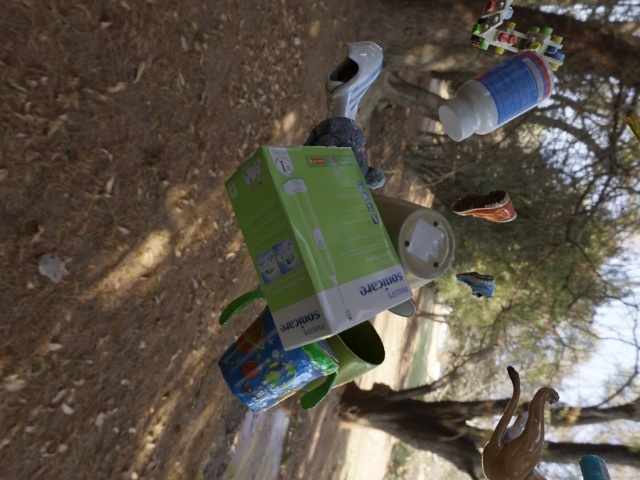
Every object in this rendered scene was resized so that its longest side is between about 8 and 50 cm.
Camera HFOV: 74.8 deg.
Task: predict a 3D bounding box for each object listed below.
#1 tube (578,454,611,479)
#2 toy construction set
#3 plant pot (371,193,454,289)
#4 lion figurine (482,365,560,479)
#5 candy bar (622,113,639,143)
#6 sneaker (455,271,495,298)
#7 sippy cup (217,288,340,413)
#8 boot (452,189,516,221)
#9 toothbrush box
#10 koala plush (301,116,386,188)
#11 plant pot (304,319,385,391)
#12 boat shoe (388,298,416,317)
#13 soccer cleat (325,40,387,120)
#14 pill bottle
[{"bbox_3d":[0.572,0.534,0.843,0.207,0.080,0.052,-47,156,-61],"label":"tube"},{"bbox_3d":[0.619,-0.662,1.354,0.151,0.327,0.215,-58,-149,22],"label":"toy construction set"},{"bbox_3d":[0.132,0.011,0.863,0.274,0.256,0.257,173,-72,-66],"label":"plant pot"},{"bbox_3d":[0.376,0.455,0.745,0.393,0.240,0.142,60,-25,8],"label":"lion figurine"},{"bbox_3d":[0.913,-0.284,1.181,0.018,0.040,0.162,69,1,-77],"label":"candy bar"},{"bbox_3d":[0.458,0.136,1.254,0.162,0.063,0.073,-157,-119,-78],"label":"sneaker"},{"bbox_3d":[-0.109,0.277,0.999,0.224,0.306,0.240,-39,167,-3],"label":"sippy cup"},{"bbox_3d":[0.410,-0.075,1.054,0.084,0.157,0.059,42,68,-27],"label":"boot"},{"bbox_3d":[0.000,0.000,0.676,0.206,0.122,0.284,-14,77,-46],"label":"toothbrush box"},{"bbox_3d":[0.057,-0.207,1.088,0.204,0.196,0.221,-59,-153,16],"label":"koala plush"},{"bbox_3d":[0.040,0.423,1.549,0.293,0.275,0.275,-46,180,22],"label":"plant pot"},{"bbox_3d":[0.208,0.155,1.354,0.079,0.254,0.095,-10,125,-54],"label":"boat shoe"},{"bbox_3d":[0.055,-0.409,1.182,0.116,0.143,0.331,62,-37,28],"label":"soccer cleat"},{"bbox_3d":[0.382,-0.313,0.925,0.124,0.221,0.124,60,-2,4],"label":"pill bottle"}]
